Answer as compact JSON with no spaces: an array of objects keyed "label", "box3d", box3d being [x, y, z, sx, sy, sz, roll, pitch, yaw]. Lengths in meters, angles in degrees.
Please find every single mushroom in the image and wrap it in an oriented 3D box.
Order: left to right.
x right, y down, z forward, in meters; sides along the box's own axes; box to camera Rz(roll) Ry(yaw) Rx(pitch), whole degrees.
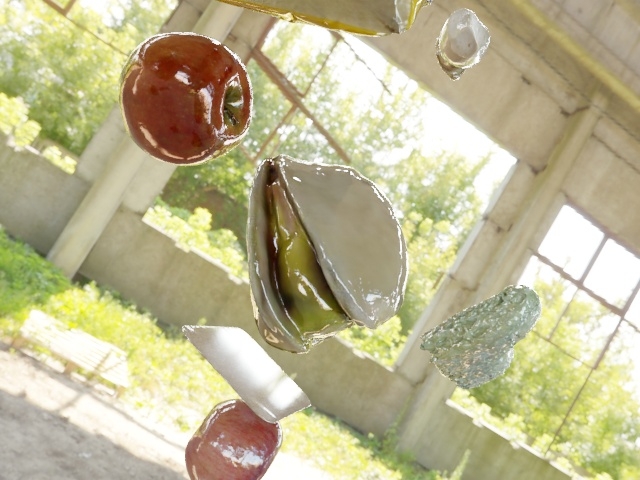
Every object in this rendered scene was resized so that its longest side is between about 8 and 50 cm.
[{"label":"mushroom","box3d":[0.264,-0.369,1.204,0.097,0.088,0.212,38,7,-2]}]

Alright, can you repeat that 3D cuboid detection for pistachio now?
[{"label":"pistachio","box3d":[0.000,0.000,0.669,0.197,0.166,0.288,60,8,-17]}]

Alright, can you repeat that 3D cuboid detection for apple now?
[{"label":"apple","box3d":[-0.237,-0.245,1.099,0.229,0.230,0.230,31,-5,3]},{"label":"apple","box3d":[-0.131,0.306,0.938,0.120,0.153,0.153,33,-5,-1]}]

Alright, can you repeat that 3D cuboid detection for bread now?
[{"label":"bread","box3d":[0.233,0.154,0.954,0.172,0.232,0.064,1,46,-19]}]

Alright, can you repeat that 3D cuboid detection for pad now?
[{"label":"pad","box3d":[-0.098,0.186,0.920,0.176,0.002,0.266,43,2,15]}]

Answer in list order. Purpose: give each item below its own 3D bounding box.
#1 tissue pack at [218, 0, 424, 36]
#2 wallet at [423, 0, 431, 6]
[{"label":"tissue pack","box3d":[0.017,-0.414,0.802,0.293,0.229,0.382,15,30,6]},{"label":"wallet","box3d":[0.251,-0.665,1.461,0.031,0.256,0.137,10,10,-20]}]
